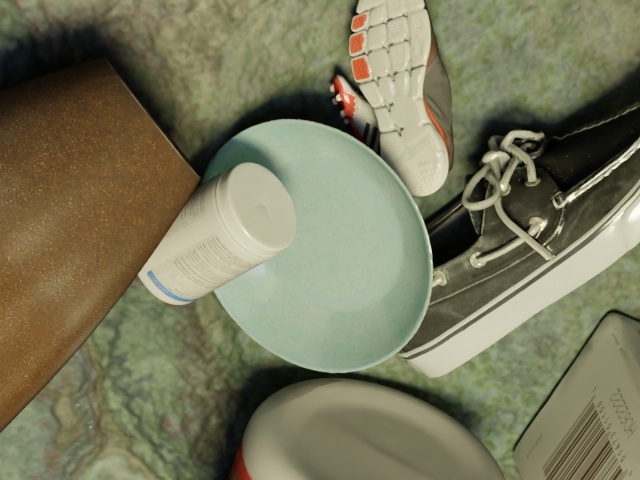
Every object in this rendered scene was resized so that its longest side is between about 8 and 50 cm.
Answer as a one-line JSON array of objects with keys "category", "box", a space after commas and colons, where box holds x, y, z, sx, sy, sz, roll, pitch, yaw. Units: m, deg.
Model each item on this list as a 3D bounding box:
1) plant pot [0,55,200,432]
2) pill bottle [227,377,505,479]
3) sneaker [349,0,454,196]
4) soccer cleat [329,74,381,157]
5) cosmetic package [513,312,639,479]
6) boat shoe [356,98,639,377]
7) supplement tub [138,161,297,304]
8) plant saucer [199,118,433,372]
[{"category": "plant pot", "box": [-0.203, -0.013, 1.107, 0.230, 0.215, 0.215, -38, 118, 0]}, {"category": "pill bottle", "box": [-0.005, 0.308, 1.292, 0.210, 0.210, 0.362, 13, 117, -13]}, {"category": "sneaker", "box": [0.063, -0.112, 1.156, 0.061, 0.065, 0.157, -2, 102, 25]}, {"category": "soccer cleat", "box": [0.035, -0.089, 1.177, 0.036, 0.029, 0.083, -29, 122, 0]}, {"category": "cosmetic package", "box": [0.401, 0.249, 1.294, 0.453, 0.230, 0.161, 22, 114, -19]}, {"category": "boat shoe", "box": [0.145, -0.023, 1.180, 0.105, 0.113, 0.306, 40, 124, -18]}, {"category": "supplement tub", "box": [-0.077, -0.004, 1.160, 0.107, 0.071, 0.071, -27, 122, 36]}, {"category": "plant saucer", "box": [0.000, 0.000, 1.183, 0.195, 0.037, 0.195, 12, 117, 25]}]
